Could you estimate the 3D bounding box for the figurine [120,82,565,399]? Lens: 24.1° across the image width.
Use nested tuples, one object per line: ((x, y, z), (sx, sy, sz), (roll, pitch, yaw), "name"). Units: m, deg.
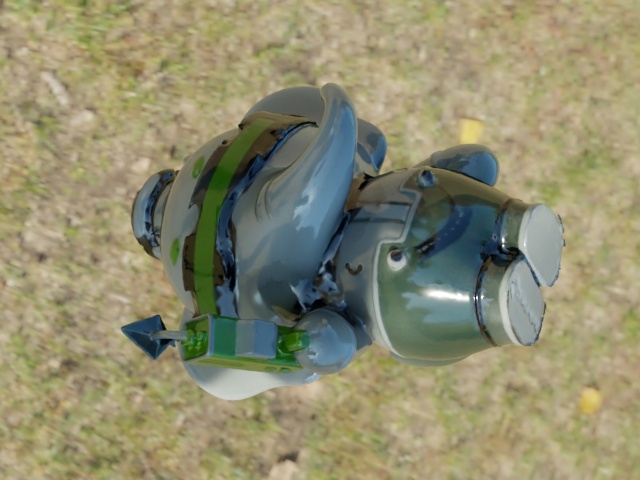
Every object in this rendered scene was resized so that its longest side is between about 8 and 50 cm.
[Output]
((0.000, 0.000, 0.620), (0.126, 0.192, 0.147), (41, 62, -53), "figurine")
